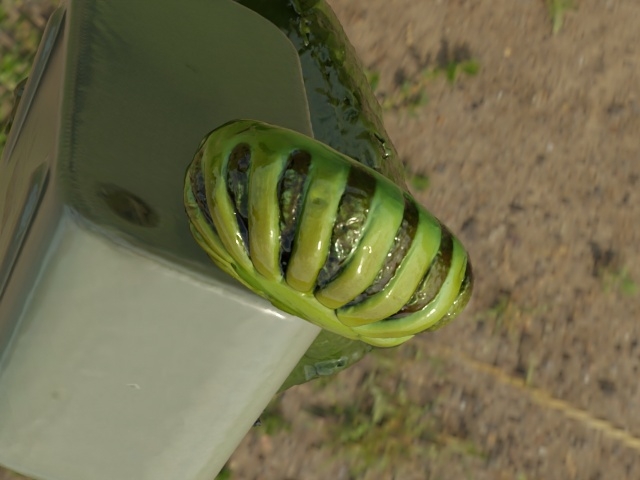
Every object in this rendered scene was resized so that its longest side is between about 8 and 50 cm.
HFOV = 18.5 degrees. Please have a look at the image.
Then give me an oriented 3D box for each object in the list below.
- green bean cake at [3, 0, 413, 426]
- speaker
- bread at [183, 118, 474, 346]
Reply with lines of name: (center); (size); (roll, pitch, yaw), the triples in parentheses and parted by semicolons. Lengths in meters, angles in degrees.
green bean cake: (-0.079, -0.022, 1.655); (0.319, 0.335, 0.218); (-20, 154, 10)
speaker: (-0.119, -0.015, 1.268); (0.183, 0.406, 0.184); (21, 116, -17)
bread: (0.000, 0.000, 0.903); (0.139, 0.071, 0.130); (35, 165, -33)
